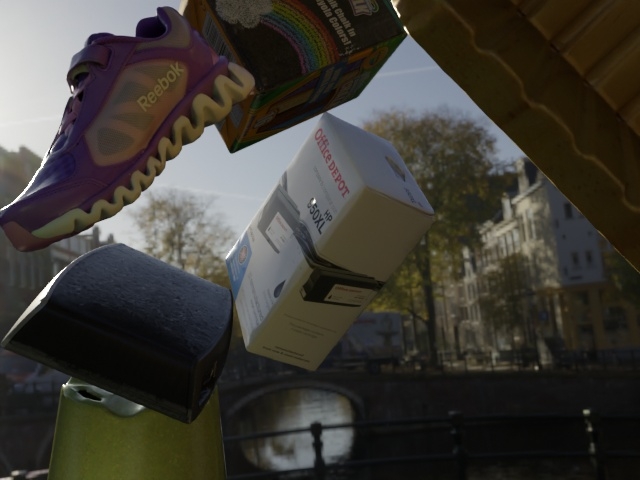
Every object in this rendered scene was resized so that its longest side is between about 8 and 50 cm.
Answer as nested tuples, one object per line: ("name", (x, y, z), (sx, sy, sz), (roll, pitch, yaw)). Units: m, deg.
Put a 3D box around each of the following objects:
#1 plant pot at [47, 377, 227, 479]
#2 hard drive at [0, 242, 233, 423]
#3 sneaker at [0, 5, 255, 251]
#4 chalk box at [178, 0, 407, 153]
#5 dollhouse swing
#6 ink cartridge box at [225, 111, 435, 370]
("plant pot", (-0.220, 0.287, 0.888), (0.276, 0.253, 0.276), (3, 9, 0))
("hard drive", (-0.160, 0.068, 0.667), (0.172, 0.054, 0.254), (24, 9, -5))
("sneaker", (-0.151, -0.090, 0.530), (0.095, 0.104, 0.236), (-10, 34, 44))
("chalk box", (-0.023, -0.273, 0.968), (0.289, 0.180, 0.179), (-27, -6, -25))
("dollhouse swing", (0.266, -0.176, 0.451), (0.305, 0.347, 0.315), (-43, 2, 28))
("ink cartridge box", (0.000, 0.000, 1.388), (0.166, 0.285, 0.395), (22, -63, -30))
